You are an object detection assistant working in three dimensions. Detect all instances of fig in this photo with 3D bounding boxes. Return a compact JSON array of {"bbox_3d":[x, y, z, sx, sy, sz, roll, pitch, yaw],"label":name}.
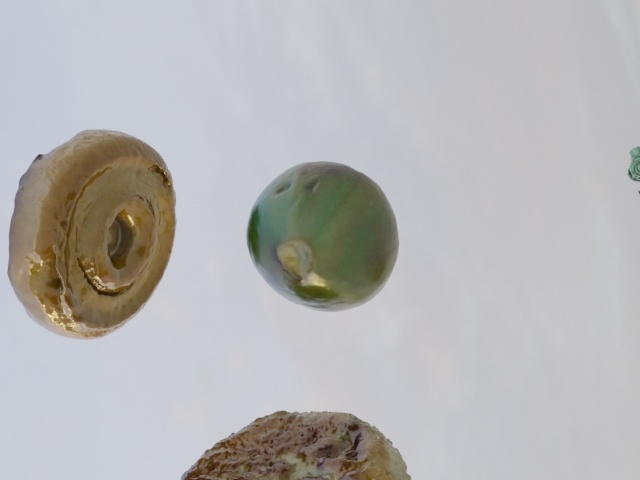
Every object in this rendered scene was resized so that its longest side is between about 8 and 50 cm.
[{"bbox_3d":[0.000,0.000,1.258,0.191,0.181,0.181,-29,-80,-67],"label":"fig"}]

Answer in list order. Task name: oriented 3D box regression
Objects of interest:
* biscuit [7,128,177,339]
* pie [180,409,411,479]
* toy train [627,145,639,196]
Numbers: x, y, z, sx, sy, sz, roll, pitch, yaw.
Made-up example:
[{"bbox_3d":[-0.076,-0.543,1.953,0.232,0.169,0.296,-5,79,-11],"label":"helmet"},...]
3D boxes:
[{"bbox_3d":[-0.299,-0.006,1.499,0.296,0.102,0.296,-36,-46,-50],"label":"biscuit"},{"bbox_3d":[-0.038,0.313,1.329,0.315,0.315,0.092,-72,-27,-55],"label":"pie"},{"bbox_3d":[0.305,-0.049,0.960,0.083,0.053,0.033,67,-163,10],"label":"toy train"}]
